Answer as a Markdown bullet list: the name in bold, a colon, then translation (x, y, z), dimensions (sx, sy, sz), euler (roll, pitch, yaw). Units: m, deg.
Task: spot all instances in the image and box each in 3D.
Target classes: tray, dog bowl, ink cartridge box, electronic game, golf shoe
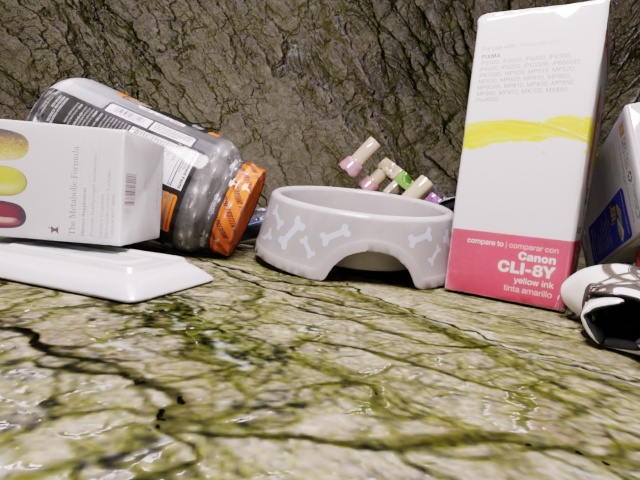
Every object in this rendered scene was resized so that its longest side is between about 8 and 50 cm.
- **tray**: translation (-0.275, 0.024, 0.484), dimensions (0.270, 0.030, 0.145), euler (7, 6, 16)
- **dog bowl**: translation (0.066, -0.022, 0.726), dimensions (0.349, 0.102, 0.349), euler (6, 14, -2)
- **ink cartridge box**: translation (0.329, -0.112, 0.656), dimensions (0.160, 0.384, 0.279), euler (9, 7, 33)
- **electronic game**: translation (-0.131, -0.046, 0.929), dimensions (0.229, 0.048, 0.229), euler (-16, 11, 3)
- **golf shoe**: translation (0.288, 0.062, 0.417), dimensions (0.094, 0.077, 0.198), euler (5, 4, -5)
- **ink cartridge box**: translation (0.498, -0.059, 0.701), dimensions (0.069, 0.175, 0.371), euler (-5, -15, 18)

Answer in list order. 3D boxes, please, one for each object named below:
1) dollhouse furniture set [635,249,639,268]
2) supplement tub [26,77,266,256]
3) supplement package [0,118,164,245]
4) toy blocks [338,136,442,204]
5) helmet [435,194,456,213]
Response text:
- **dollhouse furniture set**: translation (0.564, 0.068, 0.497), dimensions (0.201, 0.152, 0.374), euler (3, -11, -18)
- **supplement tub**: translation (-0.278, -0.111, 0.709), dimensions (0.338, 0.207, 0.207), euler (24, 4, -4)
- **supplement package**: translation (-0.346, -0.074, 0.539), dimensions (0.244, 0.139, 0.134), euler (4, 4, -2)
- **toy blocks**: translation (0.184, -0.072, 1.213), dimensions (0.309, 0.260, 0.288), euler (36, 10, -50)
- **helmet**: translation (0.314, -0.024, 0.914), dimensions (0.169, 0.169, 0.161), euler (3, 21, -25)
